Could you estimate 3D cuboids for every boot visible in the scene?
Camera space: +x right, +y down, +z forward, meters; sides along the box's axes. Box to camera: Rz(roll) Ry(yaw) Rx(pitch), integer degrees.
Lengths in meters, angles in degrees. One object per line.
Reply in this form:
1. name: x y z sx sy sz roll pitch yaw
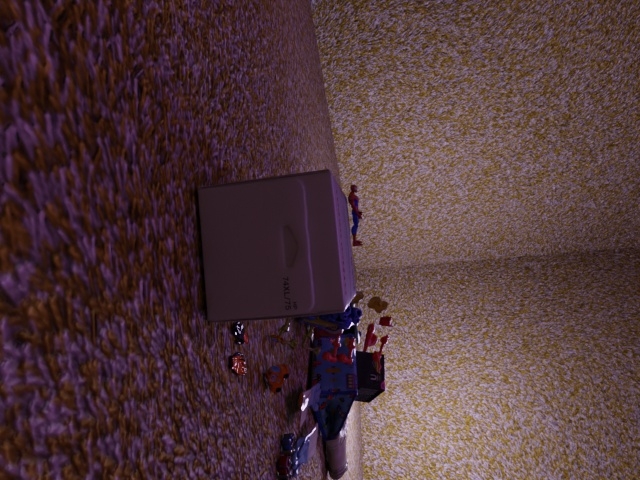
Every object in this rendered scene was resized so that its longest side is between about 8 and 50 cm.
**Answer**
1. boot: 0.062 0.700 1.518 0.213 0.077 0.165 -26 110 -76

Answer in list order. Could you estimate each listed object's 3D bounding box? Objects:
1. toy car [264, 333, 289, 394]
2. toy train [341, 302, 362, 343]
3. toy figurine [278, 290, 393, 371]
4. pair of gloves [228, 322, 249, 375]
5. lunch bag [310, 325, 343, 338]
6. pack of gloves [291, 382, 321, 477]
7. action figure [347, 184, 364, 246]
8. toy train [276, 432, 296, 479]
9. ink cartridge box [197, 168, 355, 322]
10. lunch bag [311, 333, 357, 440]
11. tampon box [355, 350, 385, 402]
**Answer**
1. toy car: -0.099 0.249 0.890 0.041 0.060 0.122 28 21 -28
2. toy train: 0.081 0.280 1.758 0.190 0.142 0.333 -100 -178 -66
3. toy figurine: -0.010 0.218 1.171 0.363 0.217 0.191 21 72 -32
4. pair of gloves: -0.132 0.179 0.721 0.074 0.010 0.083 69 16 -61
5. lunch bag: 0.014 0.137 1.397 0.258 0.120 0.293 -79 162 -65
6. pack of gloves: -0.047 0.464 1.099 0.232 0.046 0.194 42 55 -74
7. action figure: 0.068 -0.049 0.829 0.038 0.030 0.115 -57 140 -74
8. toy train: -0.074 0.462 0.894 0.158 0.027 0.036 -81 153 -58
9. ink cartridge box: -0.052 0.014 0.723 0.270 0.197 0.198 20 65 -82
10. lunch bag: 0.040 0.479 1.404 0.221 0.138 0.293 -89 179 -53
11. tampon box: 0.141 0.453 1.445 0.161 0.102 0.120 114 -17 -54
